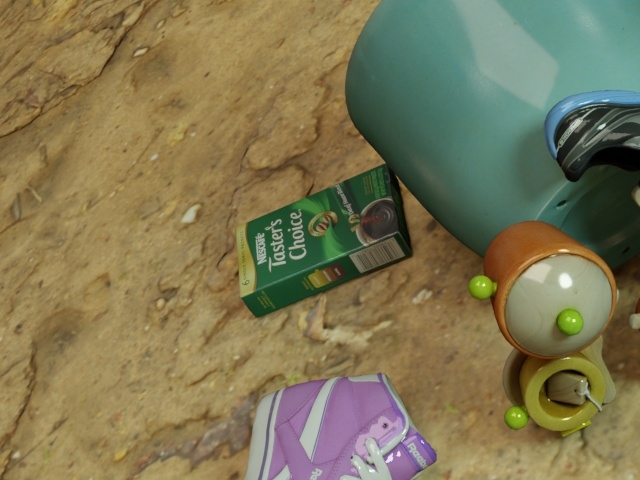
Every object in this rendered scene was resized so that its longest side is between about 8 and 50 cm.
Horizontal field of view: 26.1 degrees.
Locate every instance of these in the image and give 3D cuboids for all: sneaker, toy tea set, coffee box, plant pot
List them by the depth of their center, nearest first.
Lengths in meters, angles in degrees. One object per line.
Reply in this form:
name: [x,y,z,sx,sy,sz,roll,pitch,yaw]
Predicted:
sneaker: [0.267,-0.079,1.058,0.188,0.067,0.078,-8,70,-2]
toy tea set: [0.282,0.040,1.087,0.336,0.200,0.124,-27,25,3]
sneaker: [0.018,0.224,1.172,0.161,0.102,0.282,-15,44,18]
plant pot: [0.203,-0.104,1.232,0.293,0.293,0.235,-33,56,3]
coffee box: [0.000,0.000,1.441,0.184,0.040,0.113,-22,42,15]
